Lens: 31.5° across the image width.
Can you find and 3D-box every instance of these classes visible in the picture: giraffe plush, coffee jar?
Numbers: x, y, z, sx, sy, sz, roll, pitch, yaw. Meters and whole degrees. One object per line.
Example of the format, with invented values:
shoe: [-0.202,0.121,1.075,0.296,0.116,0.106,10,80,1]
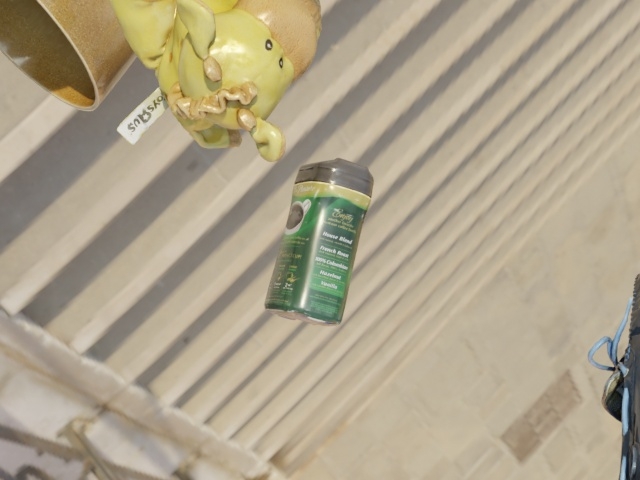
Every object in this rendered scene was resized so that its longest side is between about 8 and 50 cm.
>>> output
giraffe plush: [-0.073,-0.150,0.873,0.181,0.170,0.210,27,93,-26]
coffee jar: [0.000,0.000,1.267,0.079,0.096,0.184,17,82,-24]

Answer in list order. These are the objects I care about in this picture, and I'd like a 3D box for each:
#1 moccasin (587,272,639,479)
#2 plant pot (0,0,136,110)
moccasin: [0.348,0.158,1.213,0.117,0.342,0.137,-28,118,33]
plant pot: [-0.228,-0.304,1.176,0.254,0.237,0.237,-46,144,-18]
